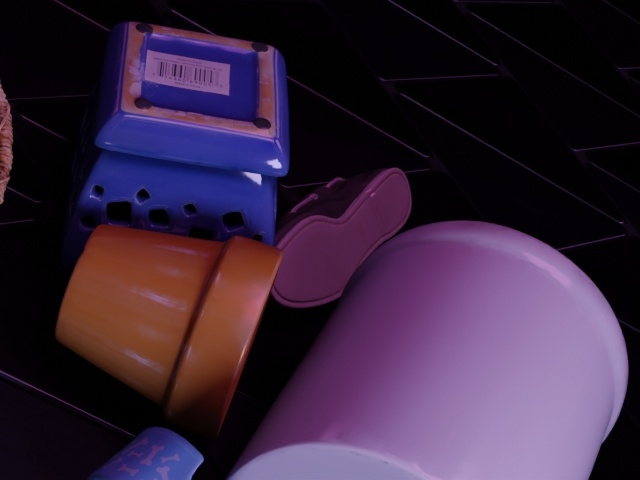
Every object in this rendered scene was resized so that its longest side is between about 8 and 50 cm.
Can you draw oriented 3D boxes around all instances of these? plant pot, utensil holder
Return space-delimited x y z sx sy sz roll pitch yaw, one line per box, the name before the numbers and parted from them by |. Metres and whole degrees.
plant pot | -0.151 -0.100 1.550 0.236 0.212 0.236 9 43 -10
utensil holder | 0.104 0.209 1.402 0.327 0.327 0.385 40 37 0
plant pot | -0.159 0.075 1.435 0.188 0.205 0.205 20 37 -1

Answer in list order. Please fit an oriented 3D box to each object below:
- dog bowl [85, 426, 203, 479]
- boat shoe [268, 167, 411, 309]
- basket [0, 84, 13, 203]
dog bowl | -0.106 0.294 1.229 0.074 0.166 0.297 -23 50 -39
boat shoe | 0.000 0.000 1.752 0.335 0.095 0.112 -37 115 -51
basket | -0.396 -0.094 1.362 0.213 0.223 0.299 28 36 -16
